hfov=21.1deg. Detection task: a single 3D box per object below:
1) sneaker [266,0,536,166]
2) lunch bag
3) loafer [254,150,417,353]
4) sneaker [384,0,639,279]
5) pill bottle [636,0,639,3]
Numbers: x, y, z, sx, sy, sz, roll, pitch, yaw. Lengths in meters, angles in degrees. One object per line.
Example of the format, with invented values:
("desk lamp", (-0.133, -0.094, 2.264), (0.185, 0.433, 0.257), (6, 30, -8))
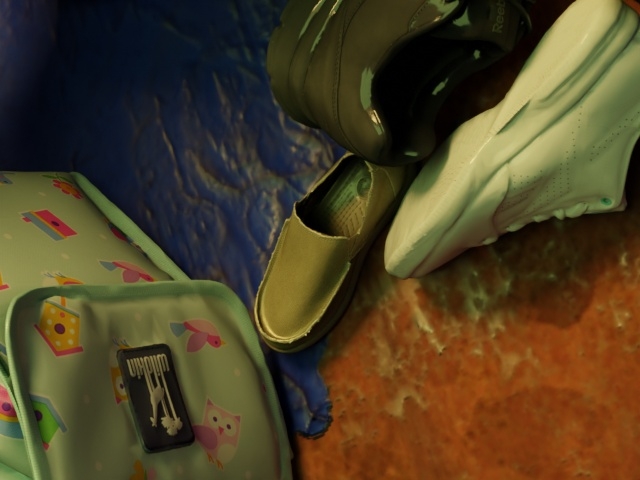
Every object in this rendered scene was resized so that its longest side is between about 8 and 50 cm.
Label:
("sneaker", (0.081, -0.166, 0.939), (0.130, 0.109, 0.286), (48, 119, 49))
("lunch bag", (-0.161, 0.077, 1.003), (0.262, 0.223, 0.160), (41, 112, 27))
("loafer", (0.000, 0.000, 1.017), (0.056, 0.050, 0.148), (35, 102, 29))
("sneaker", (0.120, -0.035, 0.942), (0.212, 0.094, 0.080), (-46, 19, 35))
("pill bottle", (0.158, -0.185, 0.850), (0.117, 0.208, 0.117), (-4, 83, 30))
